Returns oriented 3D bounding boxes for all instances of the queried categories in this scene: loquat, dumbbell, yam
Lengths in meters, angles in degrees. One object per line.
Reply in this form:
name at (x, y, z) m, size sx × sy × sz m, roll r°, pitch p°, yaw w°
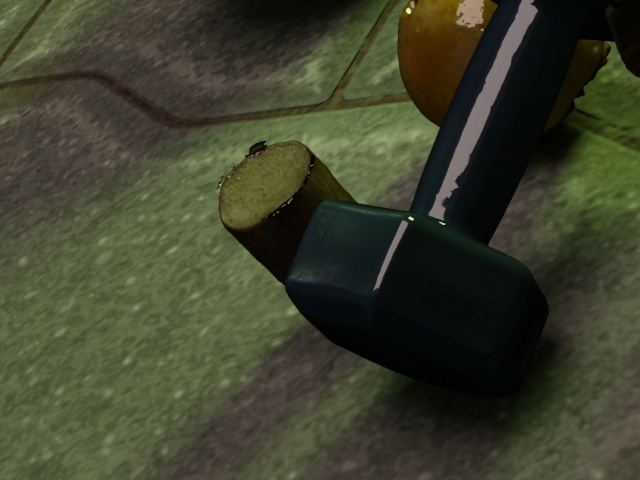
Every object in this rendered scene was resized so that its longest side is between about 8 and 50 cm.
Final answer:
loquat at (0.120, -0.132, 1.227) m, size 0.141 × 0.141 × 0.141 m, roll -23°, pitch 34°, yaw 17°
dumbbell at (0.104, -0.070, 1.076) m, size 0.316 × 0.156 × 0.143 m, roll -66°, pitch 9°, yaw -10°
yam at (-0.003, 0.001, 1.178) m, size 0.084 × 0.127 × 0.084 m, roll -28°, pitch 33°, yaw 20°

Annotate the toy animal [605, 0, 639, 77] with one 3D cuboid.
toy animal at (0.292, -0.183, 1.040) m, size 0.284 × 0.225 × 0.302 m, roll -62°, pitch 4°, yaw 2°
